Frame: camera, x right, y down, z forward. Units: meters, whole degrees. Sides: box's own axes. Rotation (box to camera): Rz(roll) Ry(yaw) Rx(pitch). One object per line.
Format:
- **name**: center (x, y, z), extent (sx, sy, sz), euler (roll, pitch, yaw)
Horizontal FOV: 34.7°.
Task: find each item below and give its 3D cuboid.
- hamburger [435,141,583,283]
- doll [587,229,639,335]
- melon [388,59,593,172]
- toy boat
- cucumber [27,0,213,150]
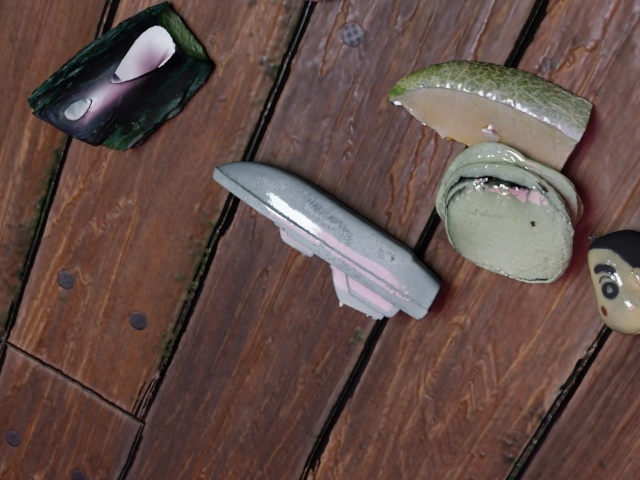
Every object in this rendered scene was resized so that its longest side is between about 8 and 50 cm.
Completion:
- **hamburger**: center (0.174, -0.023, 0.957), extent (0.140, 0.062, 0.133), euler (23, 137, 6)
- **doll**: center (0.309, 0.063, 0.950), extent (0.089, 0.102, 0.179), euler (-40, 89, -16)
- **melon**: center (0.156, -0.121, 0.961), extent (0.182, 0.054, 0.098), euler (32, 131, 6)
- **toy boat**: center (0.000, 0.000, 1.032), extent (0.260, 0.078, 0.085), euler (34, 101, 3)
- **cucumber**: center (-0.209, -0.157, 1.052), extent (0.193, 0.086, 0.115), euler (-33, 94, 19)
